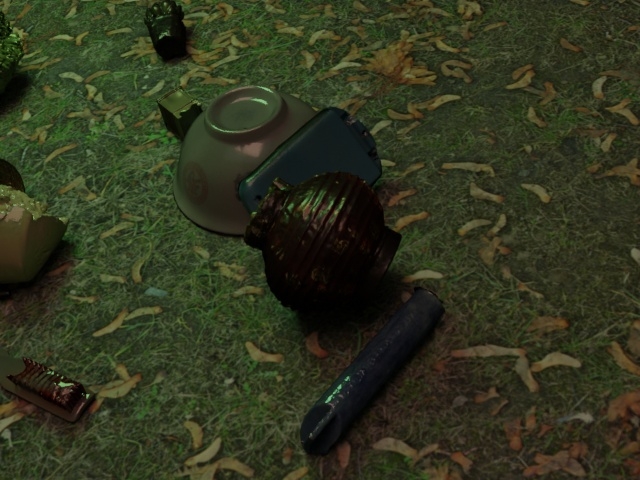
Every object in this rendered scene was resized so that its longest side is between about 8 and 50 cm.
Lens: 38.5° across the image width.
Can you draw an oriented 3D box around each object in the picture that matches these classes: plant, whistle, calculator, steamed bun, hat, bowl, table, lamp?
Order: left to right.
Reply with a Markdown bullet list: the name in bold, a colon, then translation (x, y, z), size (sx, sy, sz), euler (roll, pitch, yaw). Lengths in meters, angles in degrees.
- **steamed bun**: translation (-0.574, -0.027, 1.614), size (0.225, 0.170, 0.200), euler (2, 45, 5)
- **hat**: translation (-0.614, -0.084, 1.761), size (0.146, 0.067, 0.146), euler (0, 88, 14)
- **plant**: translation (-0.345, -0.477, 2.064), size (0.092, 0.094, 0.143), euler (-22, 56, 11)
- **table**: translation (-0.272, -0.249, 1.829), size (0.062, 0.079, 0.083), euler (-36, 51, -19)
- **bowl**: translation (-0.124, -0.183, 1.679), size (0.345, 0.157, 0.346), euler (-6, 45, 6)
- **calculator**: translation (-0.013, -0.100, 1.576), size (0.293, 0.173, 0.051), euler (-44, 17, -23)
- **lamp**: translation (0.000, 0.000, 1.421), size (0.246, 0.247, 0.247), euler (-6, 45, 6)
- **whistle**: translation (0.075, 0.187, 1.342), size (0.062, 0.062, 0.304), euler (26, 57, 32)

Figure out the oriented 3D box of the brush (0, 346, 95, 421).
- **brush**: translation (-0.499, 0.204, 1.463), size (0.321, 0.050, 0.060), euler (17, 56, 27)

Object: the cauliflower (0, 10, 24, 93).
- **cauliflower**: translation (-0.802, -0.410, 1.982), size (0.272, 0.250, 0.275), euler (5, 52, 20)

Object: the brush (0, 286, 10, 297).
- **brush**: translation (-0.631, 0.087, 1.623), size (0.193, 0.016, 0.063), euler (3, 46, 15)
